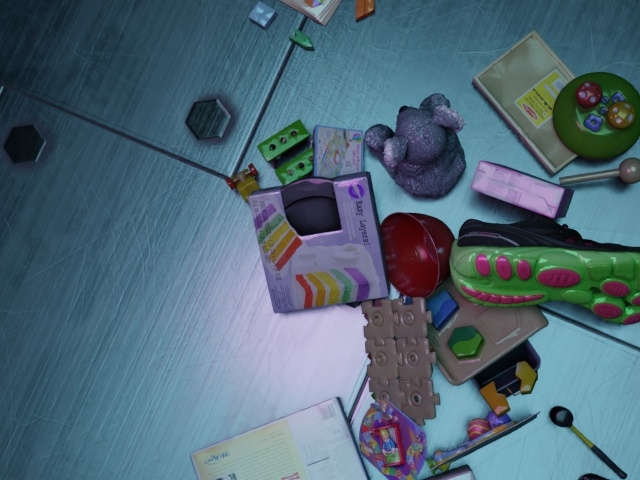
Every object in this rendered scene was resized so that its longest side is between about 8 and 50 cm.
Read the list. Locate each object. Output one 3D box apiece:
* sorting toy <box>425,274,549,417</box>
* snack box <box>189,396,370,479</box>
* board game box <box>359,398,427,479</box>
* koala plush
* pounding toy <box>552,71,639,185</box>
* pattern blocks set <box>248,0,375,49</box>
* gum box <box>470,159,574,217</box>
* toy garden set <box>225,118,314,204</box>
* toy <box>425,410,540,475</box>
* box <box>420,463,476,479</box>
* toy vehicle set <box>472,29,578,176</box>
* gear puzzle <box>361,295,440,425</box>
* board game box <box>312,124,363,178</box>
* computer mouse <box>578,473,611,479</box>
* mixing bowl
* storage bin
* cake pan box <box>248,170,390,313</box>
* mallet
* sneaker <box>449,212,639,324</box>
[{"bbox_3d":[0.321,0.179,1.821,0.229,0.041,0.307,-33,53,-1],"label":"sorting toy"},{"bbox_3d":[-0.081,0.457,1.874,0.322,0.060,0.187,-21,79,3],"label":"snack box"},{"bbox_3d":[0.130,0.397,1.828,0.169,0.033,0.133,37,111,38],"label":"board game box"},{"bbox_3d":[0.205,-0.197,1.863,0.196,0.221,0.203,-28,80,1],"label":"koala plush"},{"bbox_3d":[0.559,-0.233,1.849,0.183,0.110,0.236,-1,81,6],"label":"pounding toy"},{"bbox_3d":[-0.002,-0.579,2.045,0.286,0.026,0.324,23,85,9],"label":"pattern blocks set"},{"bbox_3d":[0.398,-0.104,1.861,0.188,0.107,0.062,23,101,23],"label":"gum box"},{"bbox_3d":[-0.061,-0.099,1.965,0.204,0.049,0.244,-33,80,-3],"label":"toy garden set"},{"bbox_3d":[0.306,0.375,1.808,0.237,0.137,0.056,-31,73,0],"label":"toy"},{"bbox_3d":[0.235,0.548,1.795,0.182,0.119,0.180,-20,80,3],"label":"box"},{"bbox_3d":[0.463,-0.287,1.943,0.166,0.035,0.266,-37,79,0],"label":"toy vehicle set"},{"bbox_3d":[0.170,0.279,1.851,0.176,0.044,0.338,-8,86,42],"label":"gear puzzle"},{"bbox_3d":[0.036,-0.160,1.935,0.104,0.026,0.154,6,69,-11],"label":"board game box"},{"bbox_3d":[0.541,0.581,1.787,0.184,0.060,0.261,20,84,8],"label":"computer mouse"},{"bbox_3d":[0.208,0.019,1.872,0.098,0.181,0.181,-18,77,-33],"label":"mixing bowl"},{"bbox_3d":[0.368,0.265,1.831,0.135,0.091,0.098,-30,53,2],"label":"storage bin"},{"bbox_3d":[0.000,0.000,1.879,0.246,0.070,0.266,-8,104,8],"label":"cake pan box"},{"bbox_3d":[0.524,0.396,1.835,0.190,0.062,0.039,44,89,-4],"label":"mallet"},{"bbox_3d":[0.487,0.032,1.808,0.483,0.185,0.202,9,42,-9],"label":"sneaker"}]
